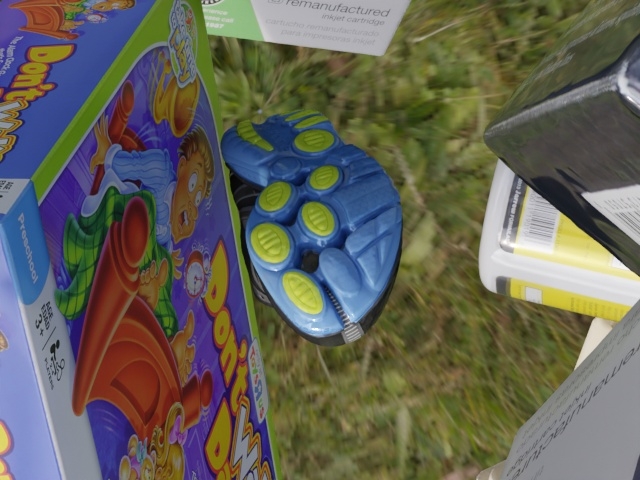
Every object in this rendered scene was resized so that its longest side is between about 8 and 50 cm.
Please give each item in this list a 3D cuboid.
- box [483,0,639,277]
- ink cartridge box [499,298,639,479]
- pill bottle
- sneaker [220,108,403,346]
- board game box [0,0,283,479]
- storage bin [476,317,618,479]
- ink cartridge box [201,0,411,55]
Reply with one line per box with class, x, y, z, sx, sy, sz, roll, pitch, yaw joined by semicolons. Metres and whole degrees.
box;0.286;-0.134;0.753;0.212;0.293;0.395;40;88;-3
ink cartridge box;0.098;0.090;0.387;0.100;0.237;0.172;34;128;-3
pill bottle;0.186;-0.002;1.005;0.184;0.103;0.103;13;94;12
sneaker;0.000;0.000;0.791;0.067;0.188;0.078;-18;113;-5
board game box;-0.101;0.074;0.834;0.078;0.233;0.347;2;124;15
storage bin;0.251;0.085;1.239;0.260;0.262;0.123;-21;55;-28
ink cartridge box;-0.006;-0.214;0.990;0.160;0.219;0.092;5;51;-19
